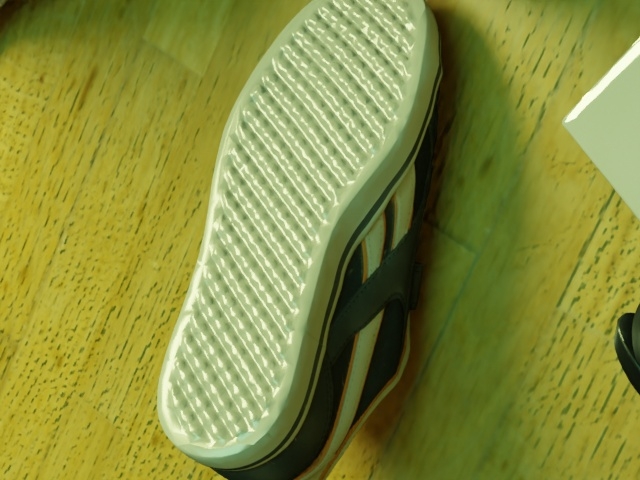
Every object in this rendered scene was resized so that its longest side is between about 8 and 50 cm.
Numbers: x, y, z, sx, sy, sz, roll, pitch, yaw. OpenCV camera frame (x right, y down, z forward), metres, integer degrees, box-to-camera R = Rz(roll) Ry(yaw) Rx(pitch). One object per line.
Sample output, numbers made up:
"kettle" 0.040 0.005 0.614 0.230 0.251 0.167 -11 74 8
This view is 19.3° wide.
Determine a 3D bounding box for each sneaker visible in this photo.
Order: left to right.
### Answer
"sneaker" 0.000 0.000 1.152 0.126 0.127 0.321 12 72 30

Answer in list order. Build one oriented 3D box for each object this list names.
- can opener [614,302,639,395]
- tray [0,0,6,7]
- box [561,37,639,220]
"can opener" 0.233 0.097 1.019 0.059 0.073 0.186 -36 67 -12
"tray" -0.209 -0.274 1.355 0.270 0.030 0.145 -44 65 28
"box" 0.231 -0.028 0.967 0.091 0.130 0.170 -48 64 27
